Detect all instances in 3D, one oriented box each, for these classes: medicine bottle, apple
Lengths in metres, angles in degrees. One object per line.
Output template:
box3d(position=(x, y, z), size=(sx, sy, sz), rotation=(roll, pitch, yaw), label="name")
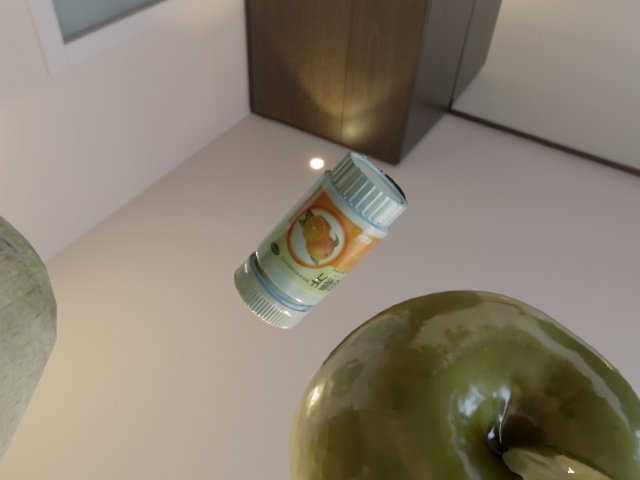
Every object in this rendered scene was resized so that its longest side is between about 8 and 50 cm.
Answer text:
box3d(position=(0.000, 0.000, 1.016), size=(0.158, 0.318, 0.158), rotation=(37, -161, -16), label="medicine bottle")
box3d(position=(0.117, 0.190, 0.466), size=(0.291, 0.254, 0.292), rotation=(5, -120, -9), label="apple")

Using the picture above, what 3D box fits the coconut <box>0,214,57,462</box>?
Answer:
box3d(position=(-0.261, 0.064, 0.312), size=(0.224, 0.224, 0.224), rotation=(2, -136, -2), label="coconut")
